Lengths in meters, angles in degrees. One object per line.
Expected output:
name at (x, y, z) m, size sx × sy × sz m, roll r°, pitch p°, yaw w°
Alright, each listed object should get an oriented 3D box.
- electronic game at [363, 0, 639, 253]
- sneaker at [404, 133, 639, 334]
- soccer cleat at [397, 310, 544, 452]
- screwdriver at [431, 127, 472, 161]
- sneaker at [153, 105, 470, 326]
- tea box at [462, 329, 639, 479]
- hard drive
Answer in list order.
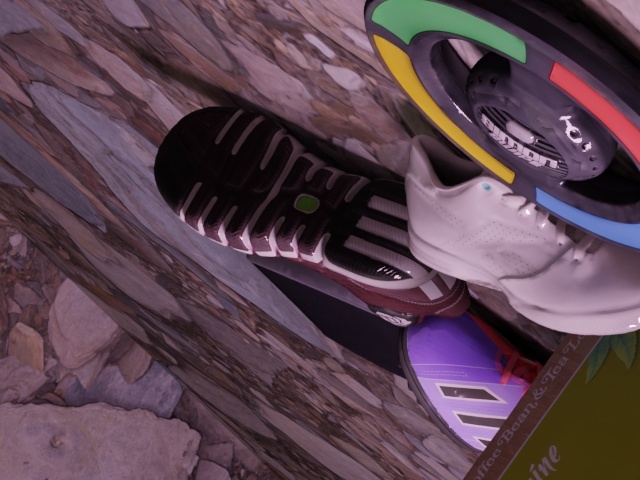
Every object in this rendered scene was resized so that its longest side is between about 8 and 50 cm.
electronic game at (0.119, -0.066, 1.041) m, size 0.229 × 0.048 × 0.229 m, roll 36°, pitch 168°, yaw 9°
sneaker at (0.132, -0.010, 1.180) m, size 0.212 × 0.080 × 0.094 m, roll 19°, pitch 132°, yaw 38°
soccer cleat at (0.199, 0.154, 1.558) m, size 0.318 × 0.108 × 0.116 m, roll 44°, pitch 145°, yaw -15°
screwdriver at (0.134, -0.014, 1.256) m, size 0.170 × 0.024 × 0.025 m, roll 39°, pitch 139°, yaw 1°
sneaker at (0.000, 0.000, 1.500) m, size 0.281 × 0.106 × 0.162 m, roll 27°, pitch 167°, yaw 36°
tea box at (0.306, 0.239, 1.236) m, size 0.329 × 0.220 × 0.323 m, roll 44°, pitch 167°, yaw -30°
hard drive at (0.045, 0.060, 1.701) m, size 0.172 × 0.054 × 0.255 m, roll 46°, pitch 165°, yaw -35°
